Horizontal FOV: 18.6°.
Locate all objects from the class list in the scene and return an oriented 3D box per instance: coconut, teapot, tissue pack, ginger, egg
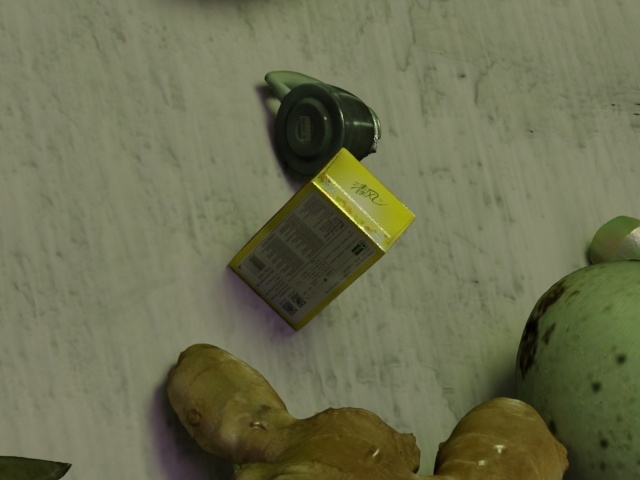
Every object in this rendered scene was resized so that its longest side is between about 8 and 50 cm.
[{"bbox_3d":[0.331,0.019,2.056,0.082,0.081,0.083,3,107,-30],"label":"coconut"},{"bbox_3d":[0.010,-0.124,1.944,0.091,0.092,0.124,-1,70,-49],"label":"teapot"},{"bbox_3d":[0.000,0.000,1.810,0.095,0.176,0.062,44,50,-1],"label":"tissue pack"},{"bbox_3d":[0.039,0.216,1.640,0.363,0.122,0.348,19,25,-8],"label":"ginger"},{"bbox_3d":[0.344,0.187,1.841,0.379,0.287,0.287,40,50,13],"label":"egg"}]

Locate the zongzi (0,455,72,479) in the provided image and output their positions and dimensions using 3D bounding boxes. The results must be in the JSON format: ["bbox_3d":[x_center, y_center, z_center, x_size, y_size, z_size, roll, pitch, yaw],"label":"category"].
[{"bbox_3d":[-0.432,0.177,1.466,0.356,0.174,0.393,43,51,2],"label":"zongzi"}]
